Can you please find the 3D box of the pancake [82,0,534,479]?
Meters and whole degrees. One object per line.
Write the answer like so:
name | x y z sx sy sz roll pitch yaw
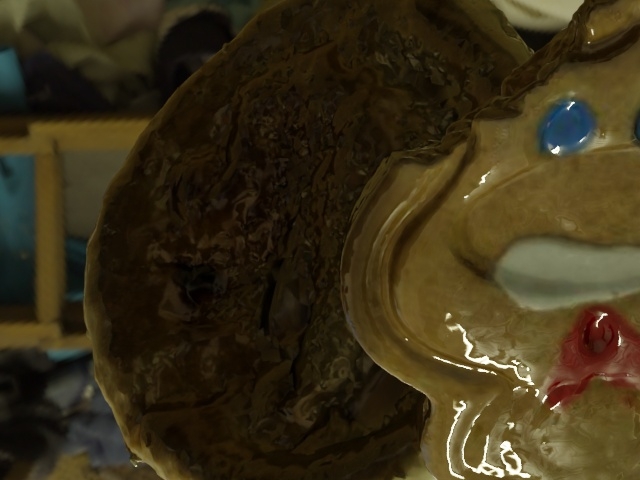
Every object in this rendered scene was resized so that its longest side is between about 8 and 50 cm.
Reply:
pancake | 0.001 0.001 0.812 0.356 0.356 0.065 -38 143 17

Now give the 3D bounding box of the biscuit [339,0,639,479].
biscuit | 0.114 -0.018 0.541 0.183 0.047 0.320 19 112 -18
